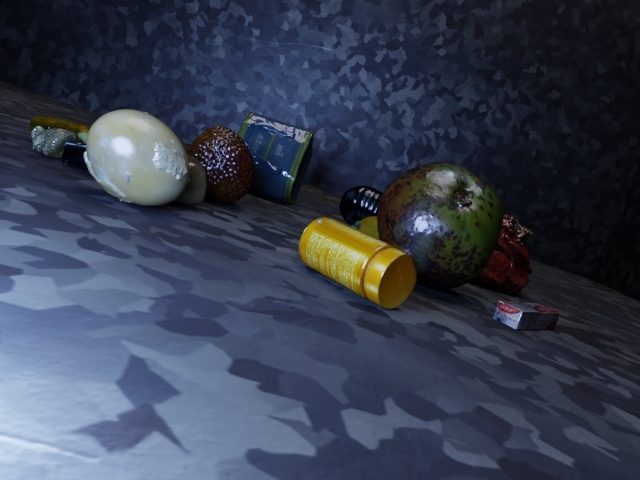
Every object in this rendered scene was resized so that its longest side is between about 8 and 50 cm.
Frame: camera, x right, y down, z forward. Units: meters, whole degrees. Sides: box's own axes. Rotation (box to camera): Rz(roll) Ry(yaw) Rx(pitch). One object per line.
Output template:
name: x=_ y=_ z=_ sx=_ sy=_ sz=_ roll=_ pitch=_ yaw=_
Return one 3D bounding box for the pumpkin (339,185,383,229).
pumpkin: x=0.154 y=-0.096 z=1.771 sx=0.194 sy=0.150 sz=0.194 roll=29 pitch=9 yaw=-5

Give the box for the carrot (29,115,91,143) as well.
carrot: x=-0.617 y=-0.251 z=1.326 sx=0.173 sy=0.082 sz=0.082 roll=14 pitch=7 yaw=16

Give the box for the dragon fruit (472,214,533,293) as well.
dragon fruit: x=0.522 y=0.037 z=1.533 sx=0.317 sy=0.205 sz=0.152 roll=10 pitch=13 yaw=-43

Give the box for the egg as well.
egg: x=-0.326 y=-0.144 z=0.986 sx=0.164 sy=0.164 sz=0.201 roll=26 pitch=-12 yaw=40

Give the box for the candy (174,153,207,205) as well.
candy: x=-0.332 y=-0.148 z=1.200 sx=0.104 sy=0.102 sz=0.234 roll=12 pitch=8 yaw=-38

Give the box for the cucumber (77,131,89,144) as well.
cucumber: x=-0.490 y=-0.207 z=1.279 sx=0.078 sy=0.062 sz=0.211 roll=0 pitch=1 yaw=1

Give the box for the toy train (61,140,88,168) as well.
toy train: x=-0.422 y=-0.158 z=1.135 sx=0.252 sy=0.055 sz=0.048 roll=14 pitch=-2 yaw=18

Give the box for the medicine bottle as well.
medicine bottle: x=0.058 y=0.032 z=0.908 sx=0.192 sy=0.096 sz=0.096 roll=26 pitch=11 yaw=42

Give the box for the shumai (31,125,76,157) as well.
shumai: x=-0.592 y=-0.226 z=1.198 sx=0.080 sy=0.083 sz=0.082 roll=38 pitch=-31 yaw=-2

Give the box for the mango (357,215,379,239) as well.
mango: x=0.211 y=0.002 z=1.472 sx=0.237 sy=0.091 sz=0.137 roll=23 pitch=15 yaw=26

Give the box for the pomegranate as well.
pomegranate: x=0.242 y=-0.017 z=1.234 sx=0.285 sy=0.285 sz=0.340 roll=18 pitch=-24 yaw=-6

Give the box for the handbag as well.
handbag: x=-0.169 y=-0.281 z=1.870 sx=0.241 sy=0.263 sz=0.222 roll=17 pitch=-17 yaw=3

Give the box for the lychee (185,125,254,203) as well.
lychee: x=-0.253 y=-0.186 z=1.376 sx=0.194 sy=0.194 sz=0.194 roll=18 pitch=8 yaw=-3

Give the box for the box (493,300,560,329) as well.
box: x=0.430 y=0.155 z=1.129 sx=0.218 sy=0.039 sz=0.055 roll=10 pitch=11 yaw=-47
